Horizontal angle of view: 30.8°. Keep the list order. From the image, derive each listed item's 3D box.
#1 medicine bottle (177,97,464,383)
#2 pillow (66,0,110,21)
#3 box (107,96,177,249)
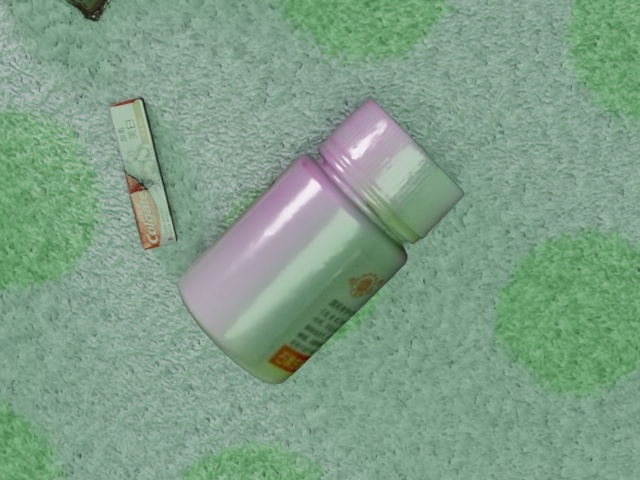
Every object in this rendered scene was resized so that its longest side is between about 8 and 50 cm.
[{"bbox_3d":[0.000,0.000,1.647,0.219,0.219,0.388,43,96,-12],"label":"medicine bottle"},{"bbox_3d":[-0.303,-0.406,1.615,0.185,0.043,0.118,-48,126,8],"label":"pillow"},{"bbox_3d":[-0.258,-0.097,1.696,0.055,0.039,0.218,-12,103,-2],"label":"box"}]
